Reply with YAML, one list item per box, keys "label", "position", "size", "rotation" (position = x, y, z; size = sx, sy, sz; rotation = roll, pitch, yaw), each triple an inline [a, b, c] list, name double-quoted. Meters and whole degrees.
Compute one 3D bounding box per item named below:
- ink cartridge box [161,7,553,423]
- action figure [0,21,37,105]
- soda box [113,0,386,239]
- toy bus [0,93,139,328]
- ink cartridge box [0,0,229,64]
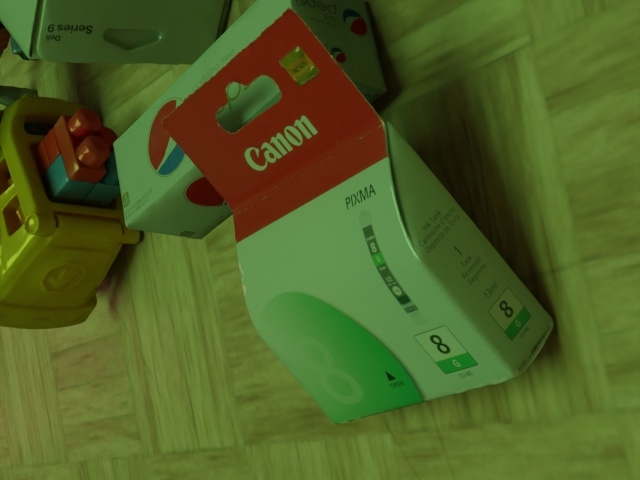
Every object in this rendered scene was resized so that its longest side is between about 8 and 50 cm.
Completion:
- label: "ink cartridge box"
  position: [0.000, 0.000, 0.659]
  size: [0.224, 0.056, 0.181]
  rotation: [48, 146, -10]
- label: "action figure"
  position: [-0.348, -0.270, 1.083]
  size: [0.330, 0.178, 0.341]
  rotation: [101, 159, -55]
- label: "soda box"
  position: [-0.055, -0.081, 0.760]
  size: [0.216, 0.069, 0.074]
  rotation: [-36, 57, 42]
- label: "toy bus"
  position: [-0.259, -0.060, 1.053]
  size: [0.211, 0.149, 0.220]
  rotation: [-47, 55, 33]
- label: "ink cartridge box"
  position: [-0.185, -0.224, 0.886]
  size: [0.212, 0.154, 0.093]
  rotation: [50, 133, 40]
